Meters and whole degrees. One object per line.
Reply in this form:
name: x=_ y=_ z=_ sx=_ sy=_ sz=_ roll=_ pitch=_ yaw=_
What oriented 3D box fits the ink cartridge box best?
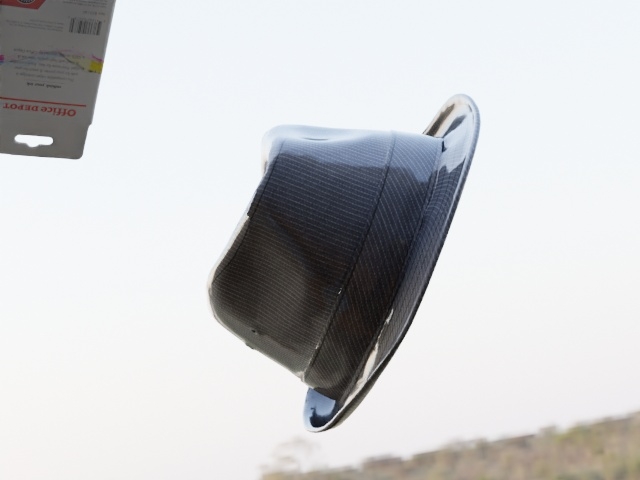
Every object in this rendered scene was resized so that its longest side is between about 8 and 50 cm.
ink cartridge box: x=-0.281 y=-0.185 z=1.492 sx=0.115 sy=0.198 sz=0.067 roll=4 pitch=27 yaw=-24

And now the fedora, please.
fedora: x=0.000 y=0.000 z=0.999 sx=0.124 sy=0.244 sz=0.275 roll=22 pitch=-12 yaw=-3
